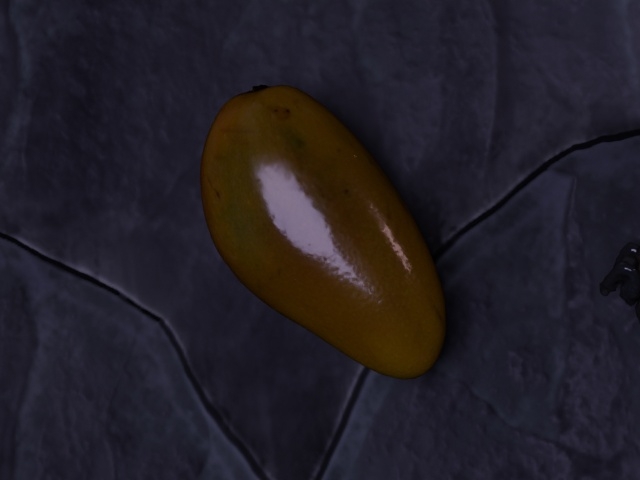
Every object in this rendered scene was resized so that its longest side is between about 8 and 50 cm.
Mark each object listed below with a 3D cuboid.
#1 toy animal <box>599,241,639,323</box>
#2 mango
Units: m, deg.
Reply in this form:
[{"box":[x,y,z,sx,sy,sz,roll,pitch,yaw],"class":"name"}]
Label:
[{"box":[0.320,0.031,1.323,0.233,0.084,0.148,20,110,19],"class":"toy animal"},{"box":[0.000,0.000,1.421,0.138,0.113,0.253,-38,85,14],"class":"mango"}]
